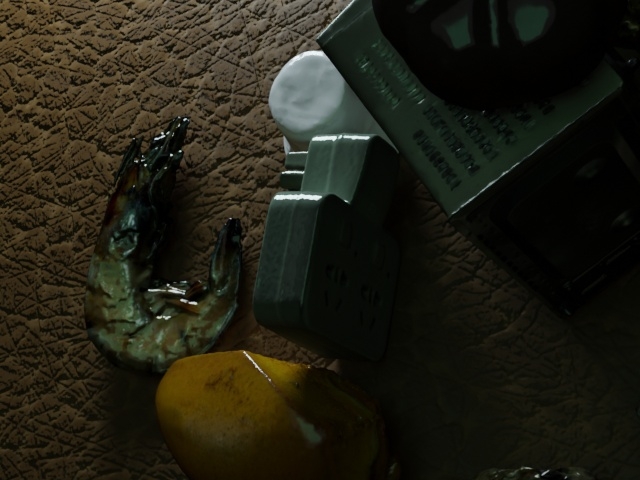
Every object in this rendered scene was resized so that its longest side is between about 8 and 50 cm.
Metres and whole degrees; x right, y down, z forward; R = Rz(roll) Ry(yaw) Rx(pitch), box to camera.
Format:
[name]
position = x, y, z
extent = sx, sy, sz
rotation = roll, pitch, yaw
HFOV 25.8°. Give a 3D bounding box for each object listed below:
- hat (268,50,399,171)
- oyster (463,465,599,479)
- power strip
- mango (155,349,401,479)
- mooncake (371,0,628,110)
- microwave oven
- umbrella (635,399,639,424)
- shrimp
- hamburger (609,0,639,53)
[hat]
position = 0.010, -0.171, 1.828
extent = 0.203, 0.126, 0.203
rotation = -6, 74, 23
[oyster]
position = 0.285, 0.353, 1.552
extent = 0.166, 0.094, 0.294
rotation = -46, 68, 26
[power strip]
position = 0.000, 0.000, 1.713
extent = 0.141, 0.229, 0.261
rotation = 3, 75, 28
[mango]
position = -0.074, 0.227, 1.703
extent = 0.350, 0.201, 0.199
rotation = 9, 48, 36
[mooncake]
position = 0.166, -0.244, 1.320
extent = 0.245, 0.133, 0.245
rotation = -5, 74, 17
[microwave oven]
position = 0.226, -0.141, 1.556
extent = 0.247, 0.394, 0.333
rotation = -40, 61, 9
[umbrella]
position = 0.500, 0.170, 1.440
extent = 0.358, 0.113, 0.106
rotation = -14, 59, 41
[shrimp]
position = -0.198, 0.007, 1.908
extent = 0.233, 0.071, 0.365
rotation = 11, 77, 19
[hamburger]
position = 0.441, -0.303, 1.582
extent = 0.211, 0.260, 0.245
rotation = 30, 60, 29
